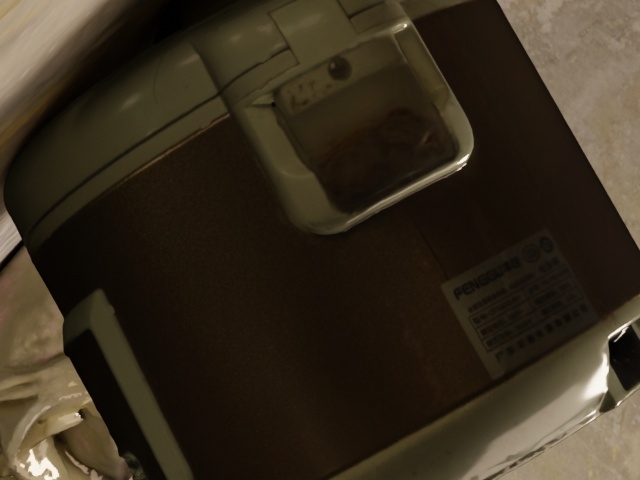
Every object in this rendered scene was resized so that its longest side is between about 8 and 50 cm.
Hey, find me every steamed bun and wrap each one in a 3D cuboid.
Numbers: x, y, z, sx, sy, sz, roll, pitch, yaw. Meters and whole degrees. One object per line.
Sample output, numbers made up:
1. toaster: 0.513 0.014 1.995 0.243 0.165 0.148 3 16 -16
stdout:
1. steamed bun: -0.187 0.096 1.462 0.280 0.207 0.268 -49 -178 -1

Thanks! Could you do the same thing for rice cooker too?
1. rice cooker: 0.000 0.000 1.006 0.335 0.325 0.335 -29 177 -2
